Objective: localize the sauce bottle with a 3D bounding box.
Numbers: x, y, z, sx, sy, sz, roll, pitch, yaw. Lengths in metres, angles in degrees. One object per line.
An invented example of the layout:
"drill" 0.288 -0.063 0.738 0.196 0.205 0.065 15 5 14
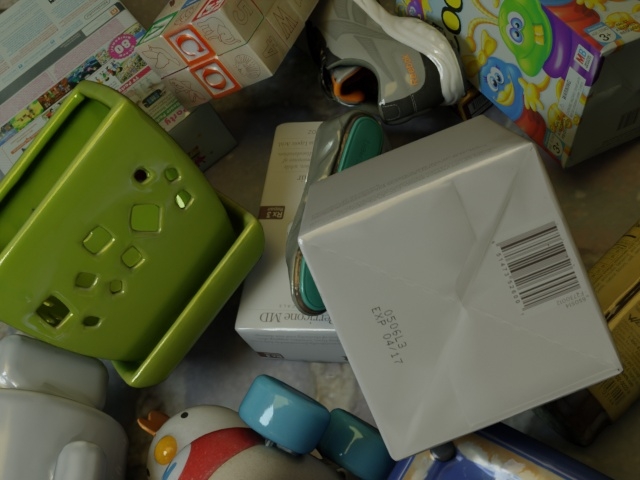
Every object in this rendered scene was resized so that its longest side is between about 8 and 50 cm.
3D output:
"sauce bottle" 0.311 0.029 1.072 0.344 0.111 0.111 -42 58 -5

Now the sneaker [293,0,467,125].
"sneaker" 0.030 -0.195 1.261 0.108 0.100 0.271 -32 38 -19

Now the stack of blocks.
"stack of blocks" -0.077 -0.272 1.295 0.171 0.087 0.297 -16 35 41

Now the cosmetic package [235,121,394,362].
"cosmetic package" 0.000 0.000 1.215 0.117 0.085 0.231 -1 62 20

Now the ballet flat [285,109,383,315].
"ballet flat" 0.004 -0.024 1.149 0.068 0.072 0.213 -7 57 47

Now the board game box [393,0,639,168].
"board game box" 0.215 -0.225 1.194 0.144 0.142 0.275 -24 54 -26

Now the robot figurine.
"robot figurine" -0.284 0.269 1.107 0.300 0.199 0.353 -29 48 49

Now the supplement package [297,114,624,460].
"supplement package" 0.098 0.019 0.961 0.175 0.293 0.177 -23 99 4

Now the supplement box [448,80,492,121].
"supplement box" 0.144 -0.170 1.276 0.055 0.043 0.083 -39 58 -3

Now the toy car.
"toy car" -0.097 0.209 1.086 0.238 0.210 0.219 27 87 42

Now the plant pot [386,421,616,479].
"plant pot" 0.146 0.269 0.946 0.236 0.212 0.236 25 74 30

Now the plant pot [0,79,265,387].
"plant pot" -0.197 0.000 1.173 0.227 0.207 0.228 -53 24 -3

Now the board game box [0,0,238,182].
"board game box" -0.271 -0.155 1.387 0.224 0.097 0.303 -38 57 -3
